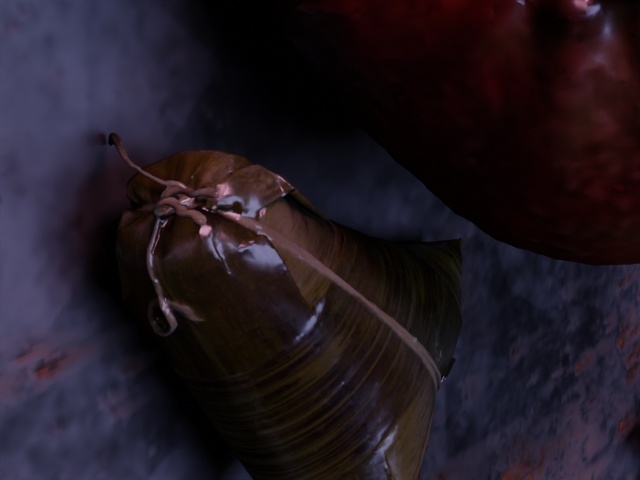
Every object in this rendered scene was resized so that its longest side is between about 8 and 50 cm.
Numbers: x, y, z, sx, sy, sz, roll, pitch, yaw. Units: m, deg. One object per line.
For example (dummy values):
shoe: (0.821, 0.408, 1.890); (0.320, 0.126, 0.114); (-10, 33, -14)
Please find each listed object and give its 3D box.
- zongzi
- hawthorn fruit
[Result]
zongzi: (0.000, 0.000, 0.567); (0.187, 0.084, 0.184); (62, 38, -34)
hawthorn fruit: (0.135, -0.122, 0.552); (0.307, 0.265, 0.265); (-7, 106, -68)
